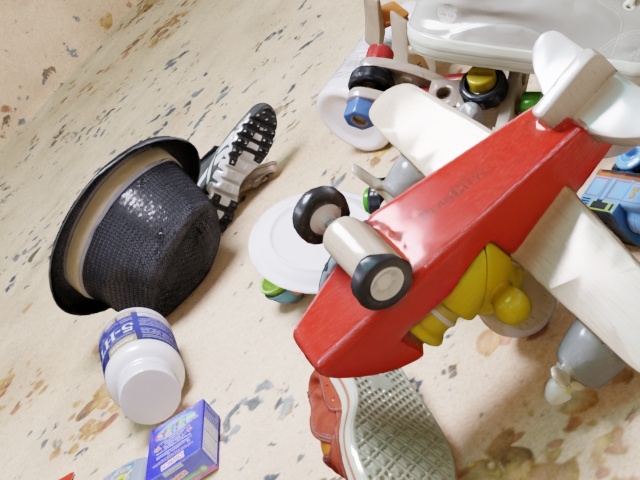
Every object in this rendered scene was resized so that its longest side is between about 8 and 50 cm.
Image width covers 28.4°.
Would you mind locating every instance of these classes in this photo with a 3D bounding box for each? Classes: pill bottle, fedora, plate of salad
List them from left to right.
[{"bbox_3d":[-0.249,0.177,1.772,0.112,0.112,0.187,-40,24,1],"label":"pill bottle"},{"bbox_3d":[-0.263,0.009,1.963,0.152,0.334,0.334,36,74,25],"label":"fedora"},{"bbox_3d":[0.003,0.005,1.713,0.199,0.048,0.200,-4,44,4],"label":"plate of salad"},{"bbox_3d":[0.105,-0.262,1.976,0.131,0.131,0.229,-6,42,52],"label":"pill bottle"}]

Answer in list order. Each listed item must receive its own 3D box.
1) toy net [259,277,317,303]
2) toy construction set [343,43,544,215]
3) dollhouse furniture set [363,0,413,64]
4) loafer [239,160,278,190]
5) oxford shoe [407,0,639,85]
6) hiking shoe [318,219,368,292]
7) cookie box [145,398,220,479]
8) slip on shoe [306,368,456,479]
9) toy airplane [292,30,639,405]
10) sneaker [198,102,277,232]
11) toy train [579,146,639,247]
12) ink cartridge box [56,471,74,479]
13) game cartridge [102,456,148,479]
[{"bbox_3d":[0.000,0.000,1.791,0.122,0.045,0.232,-21,31,37],"label":"toy net"},{"bbox_3d":[0.196,-0.160,1.623,0.237,0.258,0.309,-3,32,28],"label":"toy construction set"},{"bbox_3d":[0.175,-0.401,1.911,0.262,0.135,0.259,-25,45,-19],"label":"dollhouse furniture set"},{"bbox_3d":[-0.117,-0.104,2.157,0.125,0.039,0.045,-15,1,39],"label":"loafer"},{"bbox_3d":[0.317,-0.259,1.449,0.449,0.130,0.169,9,24,18],"label":"oxford shoe"},{"bbox_3d":[0.111,0.031,1.499,0.304,0.113,0.132,-39,45,32],"label":"hiking shoe"},{"bbox_3d":[-0.174,0.265,1.600,0.091,0.040,0.107,-33,25,15],"label":"cookie box"},{"bbox_3d":[0.053,0.211,1.305,0.331,0.123,0.101,-115,44,-60],"label":"slip on shoe"},{"bbox_3d":[0.189,-0.016,1.270,0.384,0.272,0.386,-3,50,25],"label":"toy airplane"},{"bbox_3d":[-0.157,-0.131,2.111,0.106,0.078,0.234,31,95,48],"label":"sneaker"},{"bbox_3d":[0.357,-0.044,1.314,0.105,0.080,0.184,-55,29,-10],"label":"toy train"},{"bbox_3d":[-0.447,0.418,1.725,0.189,0.066,0.232,-29,31,25],"label":"ink cartridge box"},{"bbox_3d":[-0.259,0.318,1.667,0.083,0.017,0.056,-31,22,21],"label":"game cartridge"}]
